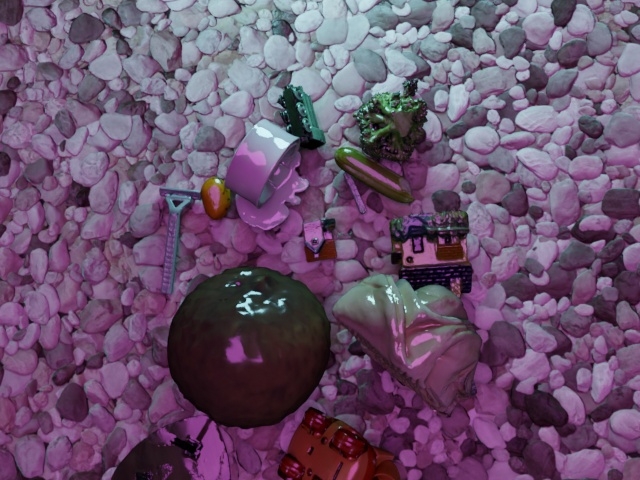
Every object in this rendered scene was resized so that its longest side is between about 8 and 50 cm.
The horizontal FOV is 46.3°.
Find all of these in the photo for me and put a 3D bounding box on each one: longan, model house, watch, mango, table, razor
[{"bbox_3d":[-0.172,0.244,1.752,0.391,0.391,0.391,0,84,4],"label":"longan"},{"bbox_3d":[0.272,0.045,1.850,0.193,0.170,0.211,-4,84,1],"label":"model house"},{"bbox_3d":[-0.135,-0.159,1.869,0.196,0.231,0.244,30,83,4],"label":"watch"},{"bbox_3d":[-0.274,-0.110,1.959,0.078,0.057,0.114,-1,86,-3],"label":"mango"},{"bbox_3d":[-0.390,0.599,1.790,0.317,0.249,0.317,0,83,4],"label":"table"},{"bbox_3d":[0.000,0.000,1.906,0.087,0.101,0.100,-7,84,1],"label":"model house"},{"bbox_3d":[-0.385,0.001,1.954,0.111,0.056,0.278,6,84,4],"label":"razor"}]

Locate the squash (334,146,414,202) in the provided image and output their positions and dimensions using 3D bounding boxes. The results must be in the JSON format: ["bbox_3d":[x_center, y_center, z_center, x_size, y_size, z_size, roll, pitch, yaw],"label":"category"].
[{"bbox_3d":[0.141,-0.167,1.925,0.239,0.069,0.069,32,87,1],"label":"squash"}]

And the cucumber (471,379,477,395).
[{"bbox_3d":[0.331,0.364,1.861,0.112,0.064,0.064,-4,83,4],"label":"cucumber"}]

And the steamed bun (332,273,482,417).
[{"bbox_3d":[0.231,0.210,1.760,0.394,0.346,0.237,44,82,-13],"label":"steamed bun"}]

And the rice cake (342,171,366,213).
[{"bbox_3d":[0.089,-0.125,1.953,0.021,0.022,0.121,-24,83,-2],"label":"rice cake"}]

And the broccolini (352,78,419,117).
[{"bbox_3d":[0.177,-0.361,1.966,0.194,0.054,0.052,-32,101,2],"label":"broccolini"}]

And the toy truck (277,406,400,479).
[{"bbox_3d":[0.057,0.544,1.817,0.265,0.239,0.189,22,84,47],"label":"toy truck"}]

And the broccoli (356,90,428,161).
[{"bbox_3d":[0.183,-0.291,1.904,0.195,0.156,0.195,0,91,-27],"label":"broccoli"}]

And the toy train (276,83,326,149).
[{"bbox_3d":[-0.050,-0.322,1.947,0.071,0.111,0.171,-23,73,28],"label":"toy train"}]
